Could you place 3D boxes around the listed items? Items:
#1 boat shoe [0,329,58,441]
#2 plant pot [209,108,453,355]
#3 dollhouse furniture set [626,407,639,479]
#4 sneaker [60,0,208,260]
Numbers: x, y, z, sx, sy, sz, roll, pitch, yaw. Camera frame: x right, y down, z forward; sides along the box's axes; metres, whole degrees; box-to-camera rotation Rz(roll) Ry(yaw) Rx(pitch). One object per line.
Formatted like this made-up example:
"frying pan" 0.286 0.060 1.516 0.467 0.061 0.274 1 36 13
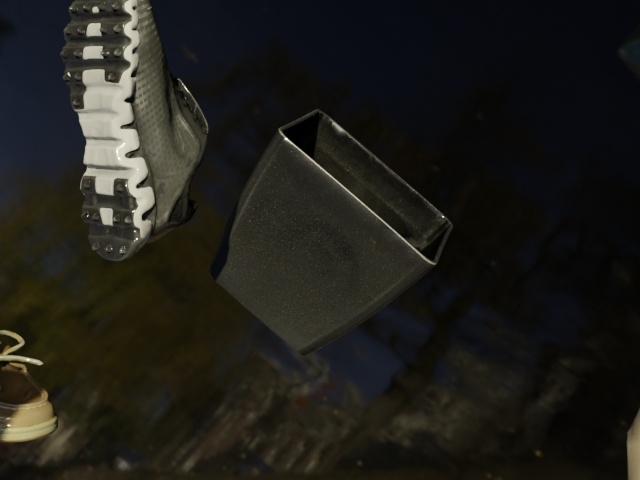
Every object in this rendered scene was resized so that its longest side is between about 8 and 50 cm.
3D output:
"boat shoe" -0.381 0.118 1.168 0.285 0.104 0.089 23 107 27
"plant pot" 0.000 0.000 1.122 0.187 0.167 0.188 41 -162 1
"dollhouse furniture set" 0.483 0.320 1.107 0.362 0.256 0.394 9 143 3
"sneaker" -0.140 -0.107 0.893 0.078 0.106 0.234 8 106 38
